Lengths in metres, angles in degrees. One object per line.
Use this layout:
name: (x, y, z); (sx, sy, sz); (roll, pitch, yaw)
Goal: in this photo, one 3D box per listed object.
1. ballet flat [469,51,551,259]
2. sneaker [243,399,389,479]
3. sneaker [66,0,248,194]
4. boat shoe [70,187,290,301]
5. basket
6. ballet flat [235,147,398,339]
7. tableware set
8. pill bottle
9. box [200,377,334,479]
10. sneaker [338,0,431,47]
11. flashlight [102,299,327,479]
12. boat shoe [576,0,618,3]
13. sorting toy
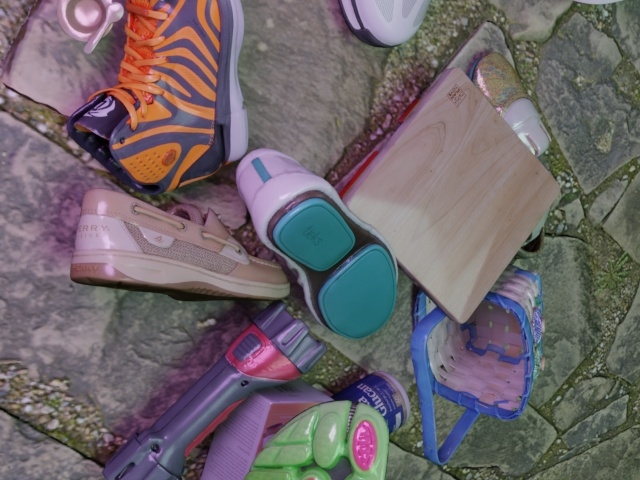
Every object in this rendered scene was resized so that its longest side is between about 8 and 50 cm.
ballet flat: (0.303, -0.121, 1.547); (0.123, 0.123, 0.348); (-30, 126, -32)
sneaker: (-0.014, 0.404, 1.337); (0.202, 0.185, 0.482); (-41, 149, -62)
sneaker: (-0.178, -0.182, 1.037); (0.180, 0.125, 0.321); (-32, 130, -31)
boat shoe: (-0.144, 0.012, 1.165); (0.341, 0.122, 0.110); (15, 74, -59)
basket: (0.231, 0.169, 1.543); (0.289, 0.201, 0.254); (-38, 132, -38)
ballet flat: (0.000, 0.000, 1.272); (0.139, 0.139, 0.400); (-55, 151, -11)
tableware set: (-0.225, -0.275, 0.953); (0.169, 0.020, 0.141); (41, 96, -10)
pill bottle: (0.045, 0.269, 1.486); (0.169, 0.094, 0.094); (-25, 124, -35)
box: (-0.073, 0.282, 1.380); (0.130, 0.091, 0.170); (7, 103, -46)
sneaker: (0.165, -0.433, 1.164); (0.169, 0.257, 0.447); (-4, 111, -43)
flashlight: (-0.130, 0.210, 1.267); (0.103, 0.103, 0.304); (45, 85, -3)
boat shoe: (0.509, -0.452, 1.600); (0.305, 0.109, 0.091); (-21, 127, -32)
sorting toy: (0.173, -0.063, 1.415); (0.255, 0.089, 0.257); (44, 75, -23)
